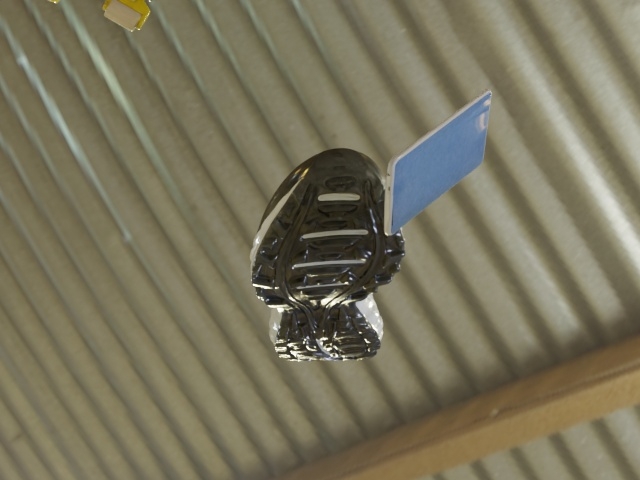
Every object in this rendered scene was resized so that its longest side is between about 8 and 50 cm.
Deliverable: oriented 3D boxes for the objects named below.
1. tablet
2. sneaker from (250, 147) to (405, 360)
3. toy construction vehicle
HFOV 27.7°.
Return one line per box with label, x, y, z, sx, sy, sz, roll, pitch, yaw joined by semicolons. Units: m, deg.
tablet;0.062;-0.042;0.689;0.006;0.083;0.054;32;-37;28
sneaker;0.000;0.000;0.914;0.100;0.108;0.271;-2;-23;-4
toy construction vehicle;-0.133;-0.187;0.874;0.086;0.098;0.035;26;-24;-7
